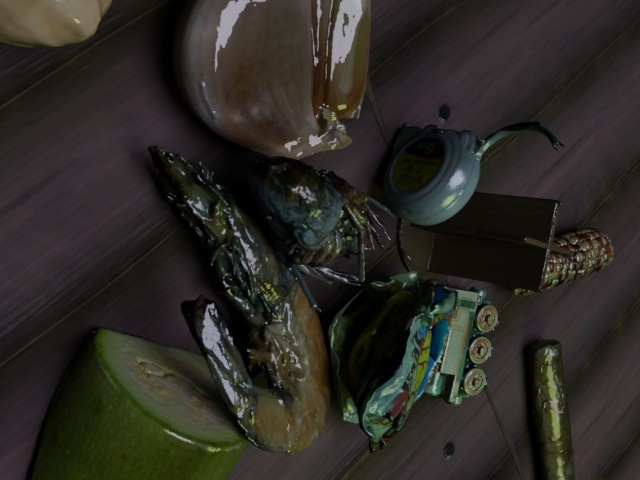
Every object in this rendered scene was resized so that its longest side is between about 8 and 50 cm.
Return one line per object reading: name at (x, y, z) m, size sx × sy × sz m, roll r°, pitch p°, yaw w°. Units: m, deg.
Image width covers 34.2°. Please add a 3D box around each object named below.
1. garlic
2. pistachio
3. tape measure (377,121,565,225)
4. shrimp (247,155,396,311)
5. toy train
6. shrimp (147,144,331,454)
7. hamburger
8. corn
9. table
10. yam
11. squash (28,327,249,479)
garlic at (-0.061, -0.244, 1.303) m, size 0.279 × 0.132 × 0.325 m, roll -24°, pitch 115°, yaw -37°
pistachio at (-0.319, -0.288, 1.052) m, size 0.229 × 0.157 × 0.157 m, roll 36°, pitch 73°, yaw -32°
tape measure at (0.214, -0.088, 1.437) m, size 0.084 × 0.330 × 0.164 m, roll 28°, pitch 80°, yaw -38°
shrimp at (-0.001, -0.001, 1.351) m, size 0.172 × 0.137 × 0.372 m, roll -61°, pitch 147°, yaw -7°
toy train at (0.209, 0.165, 1.648) m, size 0.125 × 0.080 × 0.194 m, roll 11°, pitch 92°, yaw -32°
shrimp at (-0.107, 0.079, 1.296) m, size 0.445 × 0.085 × 0.272 m, roll 62°, pitch 27°, yaw -23°
hamburger at (0.086, 0.151, 1.472) m, size 0.261 × 0.150 × 0.276 m, roll -60°, pitch 165°, yaw -15°
corn at (0.409, 0.036, 1.797) m, size 0.253 × 0.086 × 0.086 m, roll -16°, pitch 107°, yaw -36°
table at (0.254, -0.004, 1.555) m, size 0.167 × 0.226 × 0.167 m, roll -8°, pitch 102°, yaw -41°
yam at (0.414, 0.325, 1.859) m, size 0.071 × 0.067 × 0.318 m, roll -16°, pitch 107°, yaw -25°
squash at (-0.245, 0.304, 1.280) m, size 0.233 × 0.210 × 0.309 m, roll 21°, pitch 112°, yaw -43°
